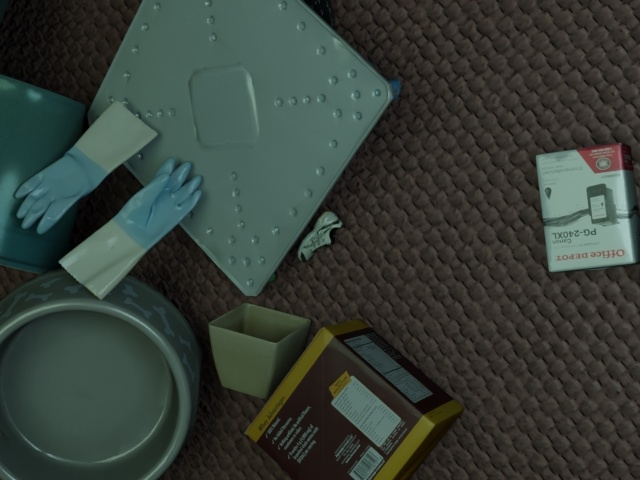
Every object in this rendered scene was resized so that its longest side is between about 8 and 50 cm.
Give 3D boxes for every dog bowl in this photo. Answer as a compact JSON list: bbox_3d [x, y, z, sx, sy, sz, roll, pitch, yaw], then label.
[{"bbox_3d":[-0.334,0.217,1.604,0.348,0.102,0.349,-1,103,-5],"label":"dog bowl"}]

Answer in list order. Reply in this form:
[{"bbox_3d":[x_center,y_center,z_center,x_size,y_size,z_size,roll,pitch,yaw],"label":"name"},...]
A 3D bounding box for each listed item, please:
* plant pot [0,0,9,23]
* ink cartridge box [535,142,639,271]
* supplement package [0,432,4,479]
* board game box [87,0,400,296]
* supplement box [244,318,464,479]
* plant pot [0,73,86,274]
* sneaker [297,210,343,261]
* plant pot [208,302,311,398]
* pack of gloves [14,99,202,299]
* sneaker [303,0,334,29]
[{"bbox_3d":[-0.607,-0.324,1.670,0.247,0.248,0.252,20,123,-5],"label":"plant pot"},{"bbox_3d":[0.335,-0.038,1.417,0.109,0.063,0.150,-7,88,24],"label":"ink cartridge box"},{"bbox_3d":[-0.583,0.322,1.757,0.149,0.203,0.194,-37,77,20],"label":"supplement package"},{"bbox_3d":[-0.120,-0.186,1.571,0.390,0.050,0.390,46,124,16],"label":"board game box"},{"bbox_3d":[0.045,0.240,1.516,0.194,0.129,0.191,41,107,18],"label":"supplement box"},{"bbox_3d":[-0.467,-0.110,1.676,0.271,0.271,0.255,19,91,22],"label":"plant pot"},{"bbox_3d":[0.000,0.000,1.584,0.037,0.032,0.083,38,108,14],"label":"sneaker"},{"bbox_3d":[-0.087,0.158,1.592,0.109,0.109,0.096,13,110,23],"label":"plant pot"},{"bbox_3d":[-0.291,-0.067,1.562,0.195,0.046,0.232,41,71,8],"label":"pack of gloves"},{"bbox_3d":[-0.041,-0.333,1.586,0.097,0.084,0.235,2,91,49],"label":"sneaker"}]
